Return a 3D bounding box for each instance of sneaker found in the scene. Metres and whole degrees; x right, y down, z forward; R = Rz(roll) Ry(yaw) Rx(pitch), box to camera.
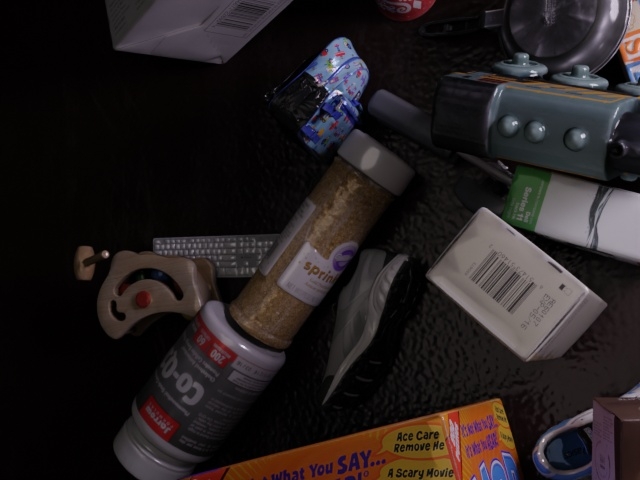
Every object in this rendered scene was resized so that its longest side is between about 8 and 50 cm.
[{"bbox_3d":[0.061,0.138,1.240,0.108,0.100,0.271,24,89,38],"label":"sneaker"},{"bbox_3d":[0.397,0.256,1.078,0.237,0.086,0.085,-34,70,14],"label":"sneaker"}]

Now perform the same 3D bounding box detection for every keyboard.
[{"bbox_3d":[-0.183,0.029,1.394,0.256,0.014,0.072,-2,82,23],"label":"keyboard"}]

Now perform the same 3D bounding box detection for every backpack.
[{"bbox_3d":[0.014,-0.228,1.276,0.117,0.158,0.173,43,88,14],"label":"backpack"}]

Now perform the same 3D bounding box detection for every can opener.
[{"bbox_3d":[0.183,-0.128,1.226,0.283,0.076,0.095,34,96,24],"label":"can opener"}]

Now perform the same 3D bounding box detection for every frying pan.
[{"bbox_3d":[0.293,-0.349,1.171,0.326,0.053,0.197,33,110,33],"label":"frying pan"}]

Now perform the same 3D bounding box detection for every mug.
[{"bbox_3d":[0.126,-0.437,1.241,0.150,0.169,0.113,-29,72,17],"label":"mug"}]

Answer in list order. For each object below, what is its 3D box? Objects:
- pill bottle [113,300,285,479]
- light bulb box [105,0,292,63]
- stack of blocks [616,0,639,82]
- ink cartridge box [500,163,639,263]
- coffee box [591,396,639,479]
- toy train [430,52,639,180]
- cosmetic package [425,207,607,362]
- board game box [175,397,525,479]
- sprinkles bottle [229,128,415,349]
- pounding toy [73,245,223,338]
[{"bbox_3d":[-0.199,0.252,1.289,0.161,0.161,0.283,40,99,22],"label":"pill bottle"},{"bbox_3d":[-0.194,-0.537,1.293,0.358,0.225,0.361,-26,71,47],"label":"light bulb box"},{"bbox_3d":[0.511,-0.239,1.095,0.171,0.087,0.297,-19,76,20],"label":"stack of blocks"},{"bbox_3d":[0.370,-0.030,1.091,0.208,0.153,0.087,18,93,25],"label":"ink cartridge box"},{"bbox_3d":[0.423,0.328,1.003,0.141,0.098,0.246,-2,94,0],"label":"coffee box"},{"bbox_3d":[0.305,-0.153,1.038,0.334,0.190,0.142,20,118,34],"label":"toy train"},{"bbox_3d":[0.265,0.066,1.037,0.160,0.309,0.113,42,99,23],"label":"cosmetic package"},{"bbox_3d":[0.083,0.428,1.038,0.356,0.356,0.356,-19,76,19],"label":"board game box"},{"bbox_3d":[0.000,0.000,1.262,0.121,0.121,0.355,39,99,23],"label":"sprinkles bottle"},{"bbox_3d":[-0.316,0.095,1.361,0.270,0.155,0.154,5,90,23],"label":"pounding toy"}]
